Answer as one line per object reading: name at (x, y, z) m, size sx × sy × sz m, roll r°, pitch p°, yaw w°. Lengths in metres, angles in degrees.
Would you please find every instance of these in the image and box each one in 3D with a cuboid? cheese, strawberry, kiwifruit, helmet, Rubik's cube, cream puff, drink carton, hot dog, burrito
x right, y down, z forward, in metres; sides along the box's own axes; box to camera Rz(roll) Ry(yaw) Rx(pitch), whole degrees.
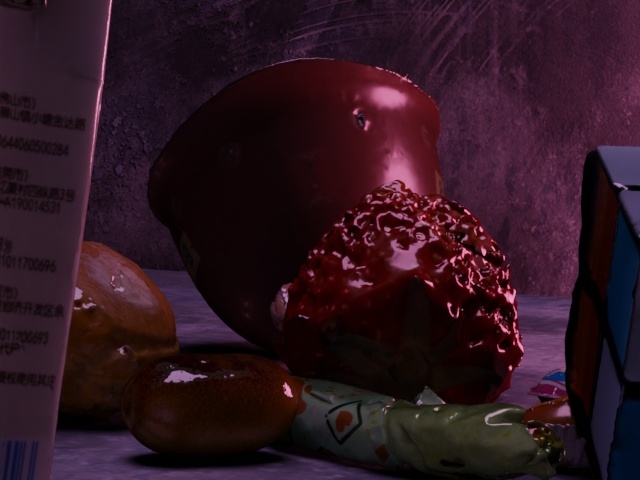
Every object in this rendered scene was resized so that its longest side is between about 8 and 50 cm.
cheese at (0.245, 0.131, 1.307) m, size 0.145 × 0.038 × 0.095 m, roll 0°, pitch 3°, yaw -34°
strawberry at (0.065, 0.047, 1.169) m, size 0.187 × 0.201 × 0.184 m, roll -4°, pitch -38°, yaw 14°
kiwifruit at (-0.073, 0.110, 1.002) m, size 0.124 × 0.075 × 0.075 m, roll -3°, pitch 5°, yaw -32°
helmet at (0.000, 0.000, 1.610) m, size 0.337 × 0.230 × 0.385 m, roll -14°, pitch -23°, yaw -6°
Rubik's cube at (0.248, 0.052, 0.915) m, size 0.167 × 0.183 × 0.180 m, roll 1°, pitch 21°, yaw 0°
cream puff at (-0.187, 0.073, 1.155) m, size 0.150 × 0.115 × 0.165 m, roll 44°, pitch 13°, yaw 25°
drink carton at (-0.215, -0.012, 0.735) m, size 0.132 × 0.324 × 0.194 m, roll 7°, pitch 1°, yaw -44°
hot dog at (0.214, 0.130, 1.052) m, size 0.192 × 0.053 × 0.099 m, roll 3°, pitch -1°, yaw -16°
burrito at (0.061, 0.127, 1.020) m, size 0.104 × 0.054 × 0.288 m, roll 4°, pitch -1°, yaw -42°

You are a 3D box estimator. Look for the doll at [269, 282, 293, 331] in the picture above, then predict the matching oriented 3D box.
doll at (0.077, 0.069, 1.372) m, size 0.201 × 0.156 × 0.303 m, roll 2°, pitch 6°, yaw -15°
